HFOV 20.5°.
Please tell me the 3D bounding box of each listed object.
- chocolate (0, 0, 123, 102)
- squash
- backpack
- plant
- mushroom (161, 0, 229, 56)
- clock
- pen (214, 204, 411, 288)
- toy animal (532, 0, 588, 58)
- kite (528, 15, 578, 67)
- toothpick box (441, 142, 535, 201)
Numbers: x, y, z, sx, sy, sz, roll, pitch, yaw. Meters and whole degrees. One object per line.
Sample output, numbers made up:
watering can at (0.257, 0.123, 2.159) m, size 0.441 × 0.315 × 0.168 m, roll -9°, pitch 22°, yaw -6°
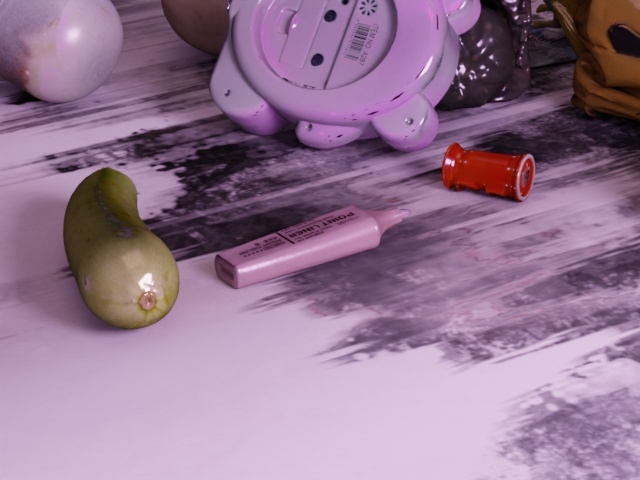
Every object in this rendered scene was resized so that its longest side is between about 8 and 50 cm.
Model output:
chocolate at (-0.299, -0.221, 1.935) m, size 0.221 × 0.221 × 0.147 m, roll -23°, pitch 58°, yaw -40°
squash at (-0.175, 0.006, 1.513) m, size 0.083 × 0.083 × 0.250 m, roll -7°, pitch 22°, yaw -13°
backpack at (0.439, -0.238, 1.880) m, size 0.353 × 0.201 × 0.378 m, roll 13°, pitch 30°, yaw 19°
plant at (0.146, -0.226, 1.935) m, size 0.164 × 0.142 × 0.256 m, roll -1°, pitch 21°, yaw -2°
mushroom at (-0.088, -0.315, 2.070) m, size 0.204 × 0.204 × 0.204 m, roll -1°, pitch 24°, yaw 0°
clock at (0.025, -0.203, 1.807) m, size 0.247 × 0.228 × 0.090 m, roll 16°, pitch -10°, yaw 24°
pen at (0.000, 0.000, 1.568) m, size 0.197 × 0.032 × 0.053 m, roll -18°, pitch 29°, yaw -31°
toy animal at (0.274, -0.286, 2.103) m, size 0.155 × 0.095 × 0.219 m, roll 6°, pitch 57°, yaw 5°
kite at (0.206, -0.262, 2.164) m, size 0.169 × 0.015 × 0.310 m, roll -22°, pitch 32°, yaw -37°
toothpick box at (0.159, -0.066, 1.691) m, size 0.083 × 0.047 × 0.047 m, roll 10°, pitch 27°, yaw 26°
